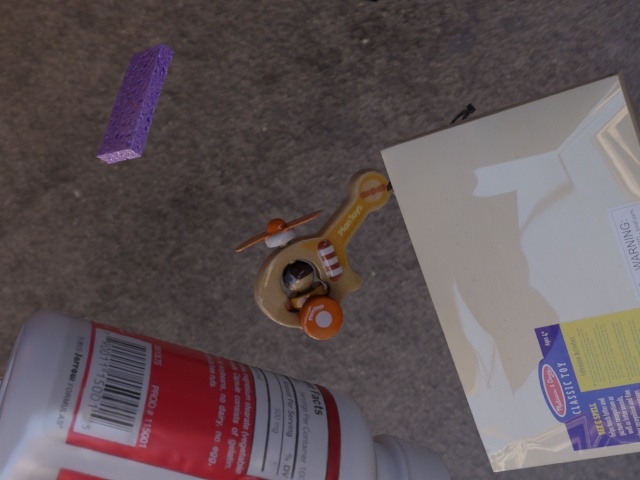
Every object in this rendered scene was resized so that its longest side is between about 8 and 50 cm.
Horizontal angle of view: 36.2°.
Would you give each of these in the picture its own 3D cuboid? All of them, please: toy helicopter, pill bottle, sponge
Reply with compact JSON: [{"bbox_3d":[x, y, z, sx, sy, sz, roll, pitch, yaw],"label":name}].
[{"bbox_3d":[0.000,0.000,1.882,0.235,0.140,0.355,38,85,-15],"label":"toy helicopter"},{"bbox_3d":[-0.097,0.223,0.890,0.407,0.229,0.229,19,120,-16],"label":"pill bottle"},{"bbox_3d":[-0.327,-0.241,1.731,0.117,0.031,0.210,-6,64,50],"label":"sponge"}]

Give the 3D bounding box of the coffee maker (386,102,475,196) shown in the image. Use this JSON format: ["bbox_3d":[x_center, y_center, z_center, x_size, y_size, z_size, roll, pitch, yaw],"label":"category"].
[{"bbox_3d":[0.214,-0.072,1.447,0.178,0.120,0.171,44,125,-6],"label":"coffee maker"}]

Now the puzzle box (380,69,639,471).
[{"bbox_3d":[0.256,0.049,1.078,0.272,0.052,0.409,-15,100,27],"label":"puzzle box"}]

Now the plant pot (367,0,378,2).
[{"bbox_3d":[0.069,-0.551,1.724,0.167,0.187,0.188,44,112,9],"label":"plant pot"}]

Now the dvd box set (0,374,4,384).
[{"bbox_3d":[-0.537,0.162,1.066,0.307,0.420,0.062,-16,67,62],"label":"dvd box set"}]
